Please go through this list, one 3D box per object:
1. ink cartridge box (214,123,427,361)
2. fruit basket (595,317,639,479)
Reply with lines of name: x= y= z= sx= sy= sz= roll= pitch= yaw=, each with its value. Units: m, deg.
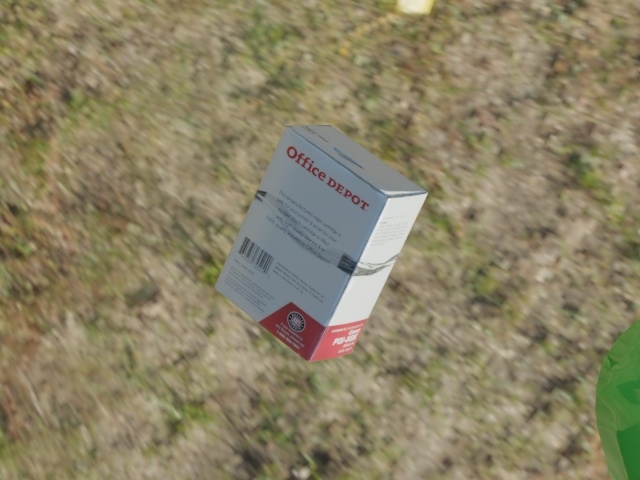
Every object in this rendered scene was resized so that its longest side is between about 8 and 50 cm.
ink cartridge box: x=0.000 y=0.000 z=1.341 sx=0.056 sy=0.099 sz=0.135 roll=-6 pitch=128 yaw=-54
fruit basket: x=0.214 y=0.177 z=0.594 sx=0.283 sy=0.392 sz=0.392 roll=-14 pitch=108 yaw=-5
